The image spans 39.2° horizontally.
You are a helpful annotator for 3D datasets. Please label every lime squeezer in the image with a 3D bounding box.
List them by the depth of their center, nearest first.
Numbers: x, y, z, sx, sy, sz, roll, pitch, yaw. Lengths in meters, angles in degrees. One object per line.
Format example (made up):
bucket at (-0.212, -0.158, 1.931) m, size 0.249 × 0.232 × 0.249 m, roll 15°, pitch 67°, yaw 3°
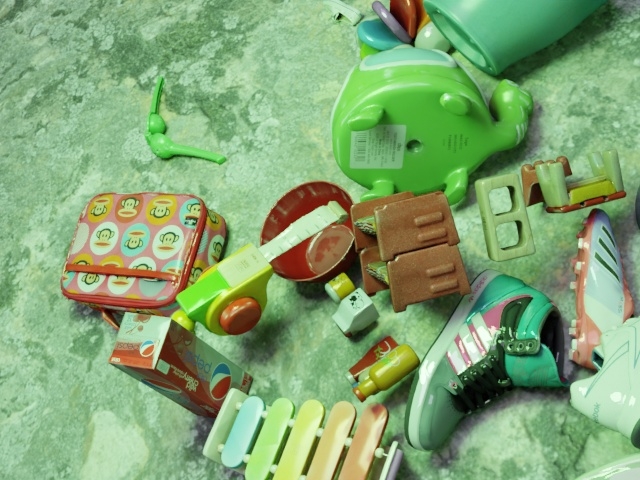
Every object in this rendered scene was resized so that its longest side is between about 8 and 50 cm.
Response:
lime squeezer at (-0.311, -0.232, 1.828) m, size 0.110 × 0.059 × 0.310 m, roll -39°, pitch 52°, yaw 1°

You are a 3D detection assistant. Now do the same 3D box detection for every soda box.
soda box at (-0.212, 0.202, 1.399) m, size 0.092 × 0.263 × 0.084 m, roll 3°, pitch 64°, yaw 28°

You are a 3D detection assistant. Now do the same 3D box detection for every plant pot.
plant pot at (0.323, -0.426, 1.512) m, size 0.255 × 0.271 × 0.272 m, roll -45°, pitch 53°, yaw 4°

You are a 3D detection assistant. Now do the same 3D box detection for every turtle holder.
turtle holder at (0.172, -0.216, 1.472) m, size 0.320 × 0.243 × 0.228 m, roll -23°, pitch 40°, yaw 17°

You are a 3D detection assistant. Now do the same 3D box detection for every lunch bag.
lunch bag at (-0.330, 0.045, 1.646) m, size 0.293 × 0.120 × 0.258 m, roll 3°, pitch 68°, yaw 29°

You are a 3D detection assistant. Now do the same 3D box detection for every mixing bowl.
mixing bowl at (0.000, 0.000, 1.511) m, size 0.181 × 0.098 × 0.182 m, roll -12°, pitch 62°, yaw 24°

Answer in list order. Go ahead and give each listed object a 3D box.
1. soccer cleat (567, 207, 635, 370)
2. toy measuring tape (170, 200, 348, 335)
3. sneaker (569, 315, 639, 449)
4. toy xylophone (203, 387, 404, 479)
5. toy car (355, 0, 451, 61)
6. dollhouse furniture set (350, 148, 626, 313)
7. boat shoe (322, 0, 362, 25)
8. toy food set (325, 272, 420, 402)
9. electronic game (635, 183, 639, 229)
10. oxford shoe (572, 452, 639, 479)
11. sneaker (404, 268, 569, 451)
soccer cleat at (0.411, 0.070, 1.297) m, size 0.095 × 0.083 × 0.248 m, roll 8°, pitch 64°, yaw 8°
toy measuring tape at (-0.093, 0.060, 1.434) m, size 0.330 × 0.121 × 0.121 m, roll -33°, pitch 52°, yaw -11°
sneaker at (0.434, 0.137, 1.175) m, size 0.129 × 0.111 × 0.297 m, roll 19°, pitch 44°, yaw 38°
toy xylophone at (-0.029, 0.349, 1.340) m, size 0.322 × 0.081 × 0.236 m, roll 3°, pitch 64°, yaw 28°
toy car at (0.143, -0.394, 1.649) m, size 0.182 × 0.136 × 0.159 m, roll -35°, pitch 54°, yaw 4°
dollhouse furniture set at (0.246, -0.019, 1.350) m, size 0.373 × 0.201 × 0.152 m, roll -14°, pitch 95°, yaw -6°
boat shoe at (0.037, -0.456, 1.802) m, size 0.100 × 0.035 × 0.035 m, roll 32°, pitch 77°, yaw 29°
toy food set at (0.058, 0.159, 1.381) m, size 0.104 × 0.111 × 0.232 m, roll -35°, pitch 46°, yaw -6°
electronic game at (0.575, -0.054, 1.298) m, size 0.229 × 0.048 × 0.229 m, roll -11°, pitch 60°, yaw 20°
oxford shoe at (0.280, 0.428, 1.085) m, size 0.449 × 0.130 × 0.169 m, roll -38°, pitch 84°, yaw 5°
sneaker at (0.255, 0.189, 1.276) m, size 0.178 × 0.124 × 0.296 m, roll 17°, pitch 69°, yaw 42°
